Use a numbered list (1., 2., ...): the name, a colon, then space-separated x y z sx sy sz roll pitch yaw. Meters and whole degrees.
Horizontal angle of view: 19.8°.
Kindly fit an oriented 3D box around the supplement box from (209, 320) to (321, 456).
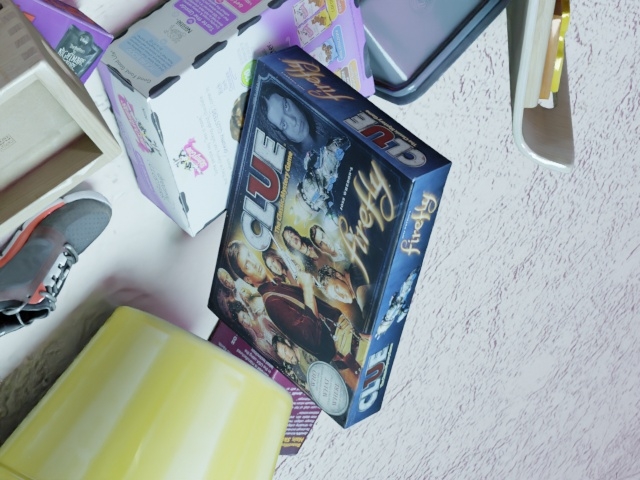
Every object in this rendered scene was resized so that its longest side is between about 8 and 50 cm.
1. supplement box: -0.034 0.095 1.625 0.104 0.081 0.188 6 117 -54

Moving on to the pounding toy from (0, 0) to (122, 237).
1. pounding toy: -0.208 -0.096 1.139 0.130 0.100 0.141 -35 144 2

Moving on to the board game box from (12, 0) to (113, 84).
1. board game box: -0.298 -0.100 1.137 0.347 0.056 0.208 20 102 -56

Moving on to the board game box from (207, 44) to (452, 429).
1. board game box: 0.000 0.000 1.361 0.042 0.165 0.243 -24 141 -38

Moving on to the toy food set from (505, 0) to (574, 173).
1. toy food set: 0.205 -0.235 1.457 0.092 0.219 0.306 3 133 1

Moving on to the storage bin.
1. storage bin: 0.069 -0.192 1.467 0.135 0.098 0.091 -46 120 -7

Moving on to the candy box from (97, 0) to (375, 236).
1. candy box: -0.060 -0.124 1.381 0.196 0.070 0.165 -39 147 -19

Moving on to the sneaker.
1. sneaker: -0.207 0.030 1.359 0.158 0.065 0.061 -42 147 -14

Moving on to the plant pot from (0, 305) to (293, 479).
1. plant pot: -0.145 0.194 1.459 0.239 0.254 0.254 -62 150 -12
